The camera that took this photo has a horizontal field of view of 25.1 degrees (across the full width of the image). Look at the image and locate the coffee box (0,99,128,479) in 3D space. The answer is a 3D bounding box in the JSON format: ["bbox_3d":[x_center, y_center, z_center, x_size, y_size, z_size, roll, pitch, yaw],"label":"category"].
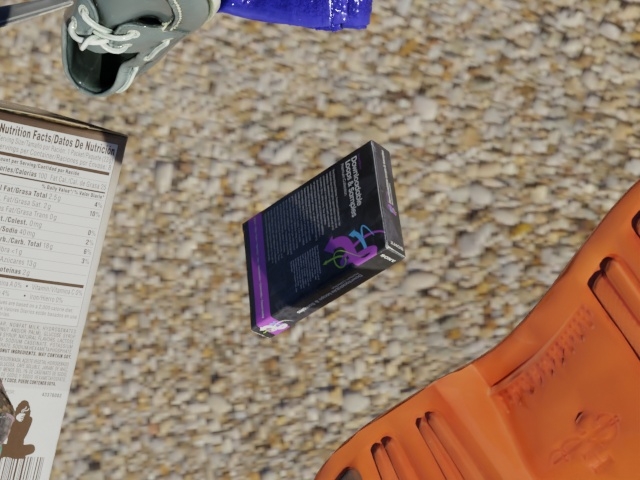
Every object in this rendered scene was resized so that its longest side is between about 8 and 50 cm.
[{"bbox_3d":[-0.221,0.033,0.920,0.141,0.098,0.246,17,96,51],"label":"coffee box"}]

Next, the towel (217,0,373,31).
[{"bbox_3d":[-0.046,-0.393,1.593,0.227,0.076,0.308,10,110,16],"label":"towel"}]

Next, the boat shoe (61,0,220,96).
[{"bbox_3d":[-0.174,-0.195,1.291,0.116,0.319,0.099,36,77,-10],"label":"boat shoe"}]

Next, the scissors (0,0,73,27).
[{"bbox_3d":[-0.358,-0.163,1.223,0.297,0.021,0.109,4,76,7],"label":"scissors"}]

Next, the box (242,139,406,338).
[{"bbox_3d":[0.000,0.000,1.246,0.162,0.029,0.116,-33,48,33],"label":"box"}]

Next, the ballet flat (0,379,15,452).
[{"bbox_3d":[-0.186,0.037,0.644,0.221,0.077,0.079,-147,42,-65],"label":"ballet flat"}]

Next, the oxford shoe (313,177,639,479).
[{"bbox_3d":[0.148,0.039,0.500,0.363,0.132,0.130,-34,75,36],"label":"oxford shoe"}]
